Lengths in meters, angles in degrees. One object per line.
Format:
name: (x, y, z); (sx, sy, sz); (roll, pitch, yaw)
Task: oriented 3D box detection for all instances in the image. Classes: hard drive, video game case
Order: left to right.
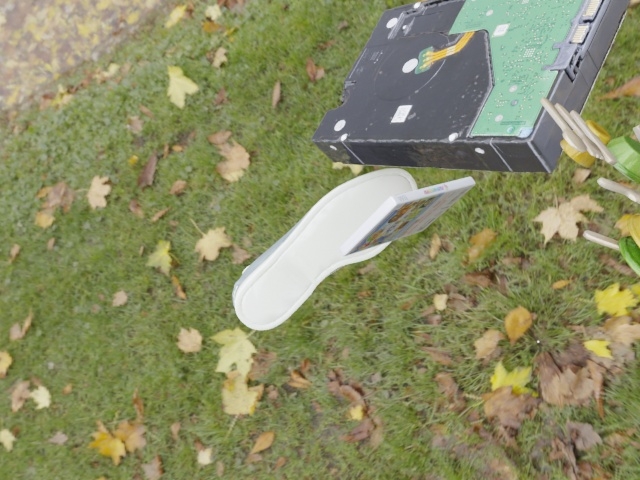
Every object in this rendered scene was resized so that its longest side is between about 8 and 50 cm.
video game case: (0.083, -0.024, 0.592); (0.087, 0.122, 0.011); (-46, 68, 44)
hard drive: (0.161, -0.196, 0.753); (0.339, 0.064, 0.237); (10, 67, 50)

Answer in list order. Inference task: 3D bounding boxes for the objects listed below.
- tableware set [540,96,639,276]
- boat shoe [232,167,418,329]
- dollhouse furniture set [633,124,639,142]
tableware set: (0.168, -0.009, 0.318); (0.024, 0.104, 0.154); (-54, 36, 35)
boat shoe: (0.000, 0.000, 0.922); (0.319, 0.099, 0.116); (-40, 108, 0)
dollhouse furniture set: (0.283, -0.126, 0.495); (0.161, 0.182, 0.101); (-26, 89, -22)
